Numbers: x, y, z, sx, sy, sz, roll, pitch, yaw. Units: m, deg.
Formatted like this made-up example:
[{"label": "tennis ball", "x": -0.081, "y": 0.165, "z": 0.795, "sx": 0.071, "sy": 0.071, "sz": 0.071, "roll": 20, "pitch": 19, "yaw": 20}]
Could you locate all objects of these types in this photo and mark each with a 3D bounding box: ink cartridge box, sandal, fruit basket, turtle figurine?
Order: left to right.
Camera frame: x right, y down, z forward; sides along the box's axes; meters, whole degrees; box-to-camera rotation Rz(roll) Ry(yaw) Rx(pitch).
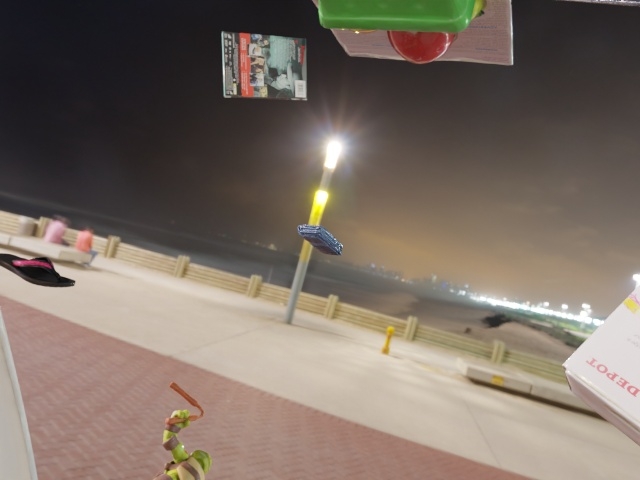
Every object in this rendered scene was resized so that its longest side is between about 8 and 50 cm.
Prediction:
[{"label": "sandal", "x": -0.533, "y": 0.045, "z": 0.929, "sx": 0.179, "sy": 0.040, "sz": 0.067, "roll": 20, "pitch": 4, "yaw": 14}, {"label": "turtle figurine", "x": -0.225, "y": 0.374, "z": 0.797, "sx": 0.087, "sy": 0.269, "sz": 0.217, "roll": -23, "pitch": -3, "yaw": 5}, {"label": "fruit basket", "x": 0.144, "y": -0.387, "z": 0.815, "sx": 0.327, "sy": 0.165, "sz": 0.353, "roll": 12, "pitch": 1, "yaw": 23}, {"label": "ink cartridge box", "x": 0.399, "y": 0.126, "z": 0.542, "sx": 0.154, "sy": 0.212, "sz": 0.093, "roll": 41, "pitch": -8, "yaw": 45}]

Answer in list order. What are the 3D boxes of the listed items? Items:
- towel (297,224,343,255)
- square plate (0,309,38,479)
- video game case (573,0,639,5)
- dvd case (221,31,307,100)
[{"label": "towel", "x": 0.000, "y": 0.000, "z": 1.135, "sx": 0.067, "sy": 0.029, "sz": 0.119, "roll": 4, "pitch": -21, "yaw": 31}, {"label": "square plate", "x": -0.330, "y": 0.134, "z": 0.464, "sx": 0.049, "sy": 0.343, "sz": 0.347, "roll": -13, "pitch": 18, "yaw": -40}, {"label": "video game case", "x": 0.402, "y": -0.259, "z": 0.534, "sx": 0.196, "sy": 0.026, "sz": 0.274, "roll": -9, "pitch": 29, "yaw": -21}, {"label": "dvd case", "x": -0.077, "y": -0.243, "z": 0.706, "sx": 0.120, "sy": 0.087, "sz": 0.013, "roll": -4, "pitch": 8, "yaw": -19}]
